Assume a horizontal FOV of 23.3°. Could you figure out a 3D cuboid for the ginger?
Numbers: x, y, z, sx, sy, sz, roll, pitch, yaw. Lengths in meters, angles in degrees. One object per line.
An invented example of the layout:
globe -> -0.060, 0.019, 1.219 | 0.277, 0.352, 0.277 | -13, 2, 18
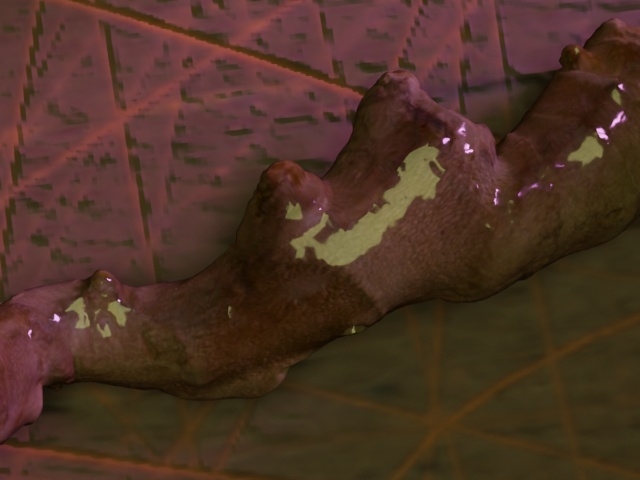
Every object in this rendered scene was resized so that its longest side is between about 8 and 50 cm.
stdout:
ginger -> 0.000, 0.000, 0.513 | 0.288, 0.075, 0.089 | -21, 110, -9
